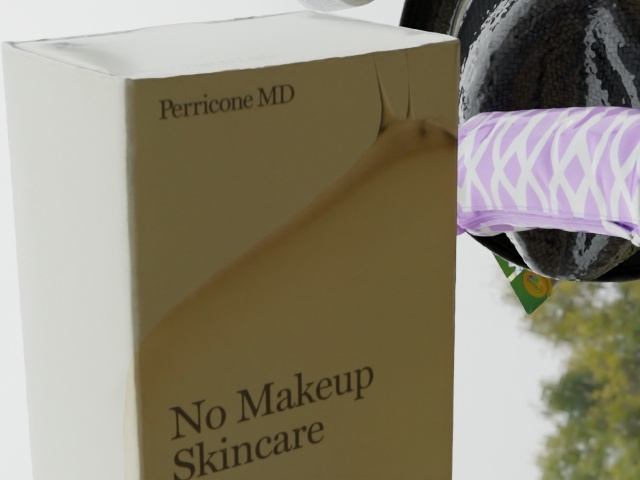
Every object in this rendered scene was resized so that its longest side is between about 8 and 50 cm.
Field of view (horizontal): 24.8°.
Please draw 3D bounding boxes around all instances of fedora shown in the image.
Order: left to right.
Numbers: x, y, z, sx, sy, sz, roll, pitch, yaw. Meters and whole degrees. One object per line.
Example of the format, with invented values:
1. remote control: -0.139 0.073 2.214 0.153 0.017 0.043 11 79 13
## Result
1. fedora: 0.186 -0.093 1.052 0.152 0.334 0.334 -57 -32 -59

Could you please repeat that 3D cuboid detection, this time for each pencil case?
1. pencil case: 0.157 -0.034 0.869 0.086 0.206 0.088 35 -104 -27

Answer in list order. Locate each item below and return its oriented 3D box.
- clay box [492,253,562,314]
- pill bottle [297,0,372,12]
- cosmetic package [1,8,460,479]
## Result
1. clay box: 0.247 -0.040 1.560 0.222 0.053 0.127 -47 -57 -23
2. pill bottle: 0.024 -0.279 1.512 0.078 0.137 0.078 -2 -84 -21
3. cosmetic package: -0.034 0.066 0.625 0.160 0.113 0.309 -13 -68 -33
